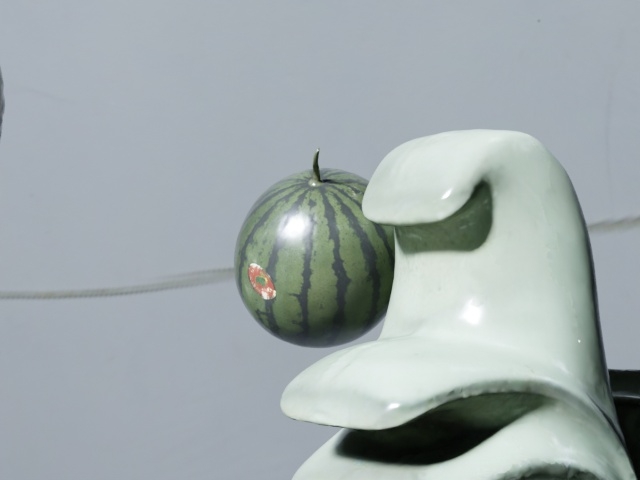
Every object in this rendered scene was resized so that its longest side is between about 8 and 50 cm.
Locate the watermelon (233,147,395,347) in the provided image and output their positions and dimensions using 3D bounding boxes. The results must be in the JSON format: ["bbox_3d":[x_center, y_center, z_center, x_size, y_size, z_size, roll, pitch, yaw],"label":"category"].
[{"bbox_3d":[0.000,0.000,0.854,0.105,0.105,0.133,6,124,8],"label":"watermelon"}]

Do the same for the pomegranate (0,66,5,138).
[{"bbox_3d":[-0.368,-0.139,1.099,0.231,0.231,0.285,-28,74,12],"label":"pomegranate"}]

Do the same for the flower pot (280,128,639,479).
[{"bbox_3d":[0.119,0.133,0.834,0.165,0.254,0.367,-1,141,44],"label":"flower pot"}]
